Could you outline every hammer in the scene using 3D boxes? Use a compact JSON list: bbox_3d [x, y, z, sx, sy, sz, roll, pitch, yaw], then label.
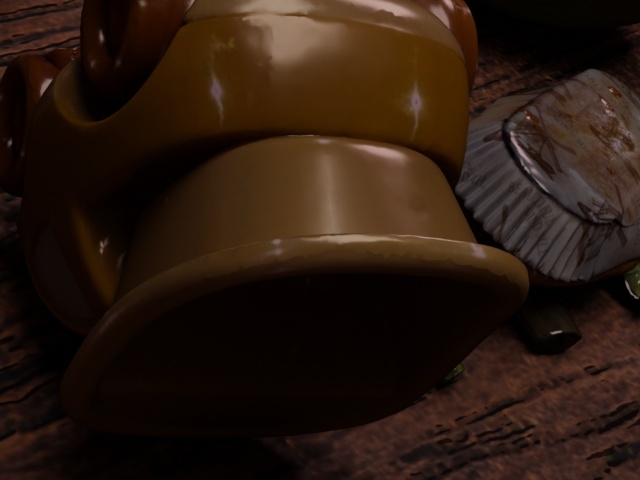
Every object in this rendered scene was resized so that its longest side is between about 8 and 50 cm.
[{"bbox_3d":[0.086,-0.063,1.045,0.111,0.043,0.365,2,44,-33],"label":"hammer"}]

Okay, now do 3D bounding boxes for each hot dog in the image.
[{"bbox_3d":[0.170,-0.042,0.993,0.144,0.075,0.268,51,30,10],"label":"hot dog"}]

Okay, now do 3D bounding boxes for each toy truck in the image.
[{"bbox_3d":[-0.036,-0.024,0.733,0.204,0.288,0.212,5,65,-29],"label":"toy truck"}]

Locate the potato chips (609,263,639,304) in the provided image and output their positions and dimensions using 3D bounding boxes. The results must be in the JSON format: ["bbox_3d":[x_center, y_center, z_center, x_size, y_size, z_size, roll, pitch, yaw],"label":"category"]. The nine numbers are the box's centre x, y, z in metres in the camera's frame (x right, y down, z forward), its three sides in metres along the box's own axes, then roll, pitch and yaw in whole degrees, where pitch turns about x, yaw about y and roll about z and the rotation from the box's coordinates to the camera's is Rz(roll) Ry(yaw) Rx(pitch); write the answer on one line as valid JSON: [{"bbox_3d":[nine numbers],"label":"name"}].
[{"bbox_3d":[0.286,0.017,1.073,0.207,0.028,0.092,-5,48,-30],"label":"potato chips"}]

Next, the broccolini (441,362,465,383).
[{"bbox_3d":[0.000,0.000,0.904,0.239,0.051,0.054,41,-7,17],"label":"broccolini"}]

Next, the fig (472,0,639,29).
[{"bbox_3d":[0.209,-0.308,1.237,0.316,0.316,0.316,17,36,-13],"label":"fig"}]
